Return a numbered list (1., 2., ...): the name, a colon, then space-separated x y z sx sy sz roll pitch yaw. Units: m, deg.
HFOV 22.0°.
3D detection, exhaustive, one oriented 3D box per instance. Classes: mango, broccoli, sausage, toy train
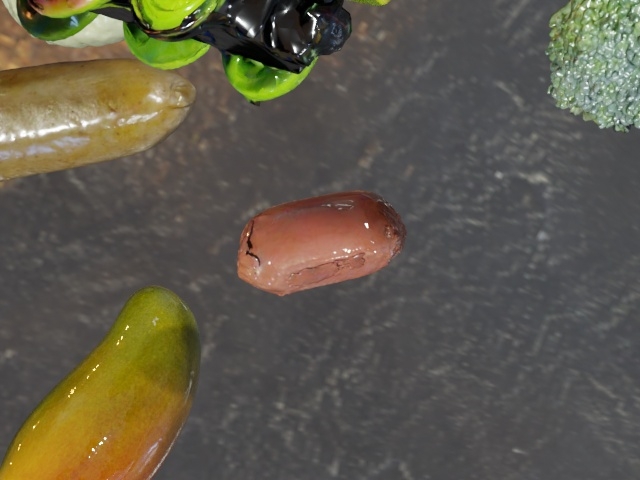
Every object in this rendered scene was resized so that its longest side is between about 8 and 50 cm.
1. mango: -0.207 0.176 1.620 0.289 0.129 0.146 -54 30 -17
2. broccoli: 0.205 -0.164 1.077 0.118 0.122 0.204 -3 47 16
3. sausage: -0.381 -0.120 1.826 0.500 0.136 0.123 -11 102 2
4. sausage: 0.000 0.000 1.335 0.141 0.076 0.076 -10 71 1
5. toy train: -0.084 -0.168 0.838 0.296 0.100 0.161 20 81 41

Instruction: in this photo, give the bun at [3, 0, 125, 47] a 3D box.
1. bun: -0.196 -0.274 1.395 0.243 0.153 0.244 -12 49 14
